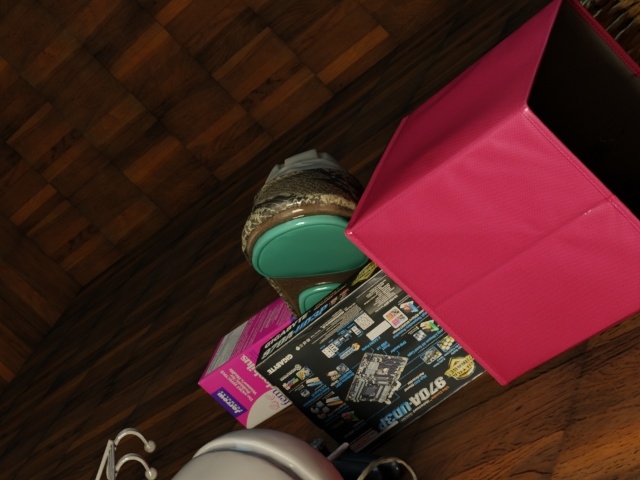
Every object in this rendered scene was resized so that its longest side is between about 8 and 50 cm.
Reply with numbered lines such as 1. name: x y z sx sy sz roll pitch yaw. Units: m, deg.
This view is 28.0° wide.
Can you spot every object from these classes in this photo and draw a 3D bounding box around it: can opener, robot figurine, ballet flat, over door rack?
1. can opener: 0.029 0.262 1.469 0.059 0.073 0.186 -22 4 -39
2. robot figurine: -0.090 0.320 1.264 0.300 0.200 0.353 -19 15 37
3. ballet flat: 0.000 0.000 1.574 0.164 0.483 0.182 -8 64 7
4. over door rack: -0.323 0.454 1.846 0.324 0.108 0.239 -59 13 5

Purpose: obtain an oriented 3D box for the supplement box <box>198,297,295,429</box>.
1. supplement box: -0.056 0.163 1.857 0.220 0.111 0.114 -36 17 36

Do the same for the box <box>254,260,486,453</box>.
1. box: 0.061 0.133 1.475 0.220 0.175 0.051 -40 17 23

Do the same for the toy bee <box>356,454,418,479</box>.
1. toy bee: 0.001 0.336 1.032 0.162 0.195 0.298 -9 48 53

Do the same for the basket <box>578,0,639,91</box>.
1. basket: 0.362 -0.226 1.558 0.299 0.213 0.223 -42 15 13

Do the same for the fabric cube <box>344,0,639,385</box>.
1. fabric cube: 0.229 -0.052 1.361 0.258 0.259 0.254 -37 17 37
